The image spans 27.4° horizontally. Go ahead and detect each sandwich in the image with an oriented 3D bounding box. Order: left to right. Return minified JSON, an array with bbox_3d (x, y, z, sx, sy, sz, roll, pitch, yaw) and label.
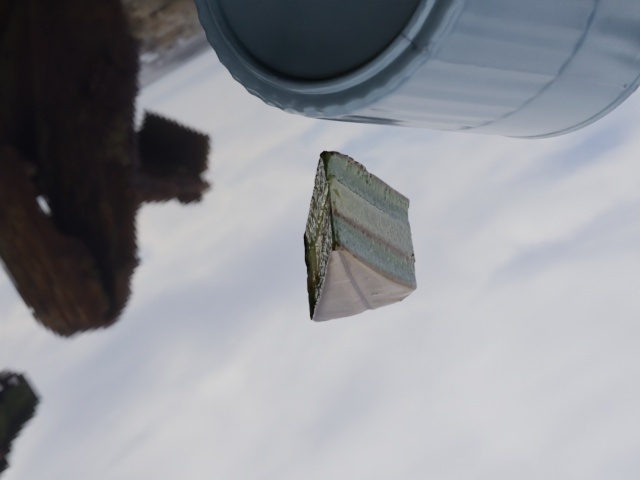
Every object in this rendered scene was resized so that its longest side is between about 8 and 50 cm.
[{"bbox_3d":[0.000,0.000,1.323,0.144,0.117,0.187,-17,156,26],"label":"sandwich"}]

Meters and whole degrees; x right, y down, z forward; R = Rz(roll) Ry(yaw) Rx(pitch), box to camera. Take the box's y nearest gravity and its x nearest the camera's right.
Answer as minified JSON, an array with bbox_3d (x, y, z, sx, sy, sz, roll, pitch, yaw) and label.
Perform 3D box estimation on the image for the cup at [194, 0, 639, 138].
[{"bbox_3d":[0.080,-0.240,0.975,0.257,0.331,0.311,-18,173,36],"label":"cup"}]
